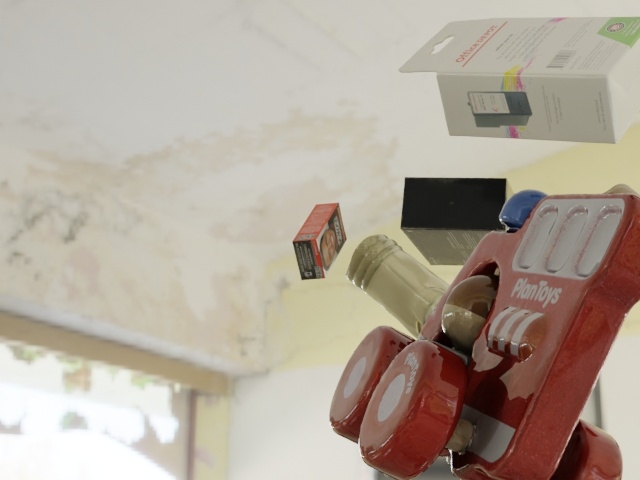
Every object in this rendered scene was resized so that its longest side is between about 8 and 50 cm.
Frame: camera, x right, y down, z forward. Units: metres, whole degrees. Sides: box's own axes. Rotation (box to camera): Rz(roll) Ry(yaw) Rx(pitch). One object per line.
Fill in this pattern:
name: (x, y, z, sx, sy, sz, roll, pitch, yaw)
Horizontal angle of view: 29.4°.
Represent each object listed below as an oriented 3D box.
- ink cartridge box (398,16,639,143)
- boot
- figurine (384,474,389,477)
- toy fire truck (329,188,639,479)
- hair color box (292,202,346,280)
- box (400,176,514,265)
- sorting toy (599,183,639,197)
ink cartridge box: (0.323, -0.255, 1.904, 0.353, 0.207, 0.119, 7, -53, 35)
boot: (0.139, 0.090, 1.759, 0.203, 0.095, 0.262, 38, -4, 17)
figurine: (0.234, 0.397, 2.126, 0.209, 0.215, 0.092, -16, -39, -21)
toy fire truck: (0.145, 0.079, 0.945, 0.169, 0.254, 0.302, 28, -3, -10)
hair color box: (0.000, 0.000, 1.938, 0.043, 0.072, 0.141, -4, 25, 19)
box: (0.262, -0.030, 2.191, 0.184, 0.103, 0.261, -1, -15, 16)
sorting toy: (0.451, 0.001, 1.859, 0.193, 0.038, 0.208, 35, -35, -16)
